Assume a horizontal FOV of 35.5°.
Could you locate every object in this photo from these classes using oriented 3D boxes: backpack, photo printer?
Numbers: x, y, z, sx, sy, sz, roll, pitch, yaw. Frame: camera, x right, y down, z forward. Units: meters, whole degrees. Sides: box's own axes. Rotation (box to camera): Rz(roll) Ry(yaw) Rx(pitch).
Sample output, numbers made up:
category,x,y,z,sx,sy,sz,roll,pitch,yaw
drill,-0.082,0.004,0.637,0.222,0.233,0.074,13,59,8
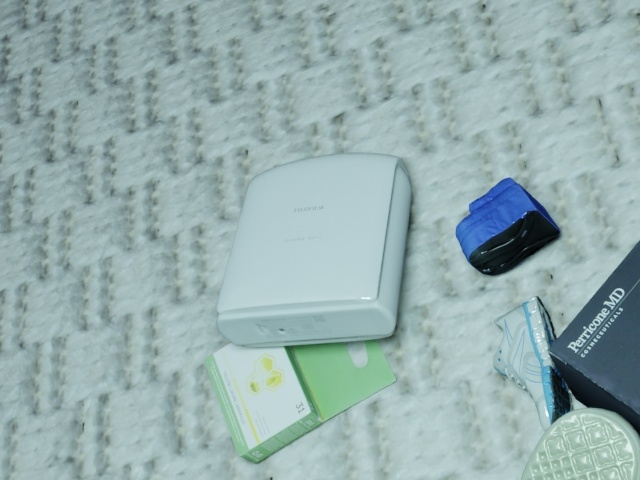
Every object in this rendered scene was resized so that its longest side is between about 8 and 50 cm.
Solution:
category,x,y,z,sx,sy,sz,roll,pitch,yaw
backpack,0.246,-0.016,1.360,0.120,0.098,0.101,-40,43,17
photo printer,0.000,0.000,1.434,0.256,0.107,0.307,-5,48,20

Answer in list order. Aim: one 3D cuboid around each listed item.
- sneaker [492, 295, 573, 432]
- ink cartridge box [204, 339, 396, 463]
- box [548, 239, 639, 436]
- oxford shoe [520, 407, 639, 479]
category,x,y,z,sx,sy,sz,roll,pitch,yaw
sneaker,0.264,0.167,1.272,0.083,0.071,0.190,-23,47,21
ink cartridge box,-0.033,0.183,1.412,0.235,0.056,0.171,-33,53,9
box,0.495,0.111,1.113,0.343,0.179,0.312,-48,55,-5
oxford shoe,0.238,0.395,1.124,0.169,0.130,0.449,29,93,29
